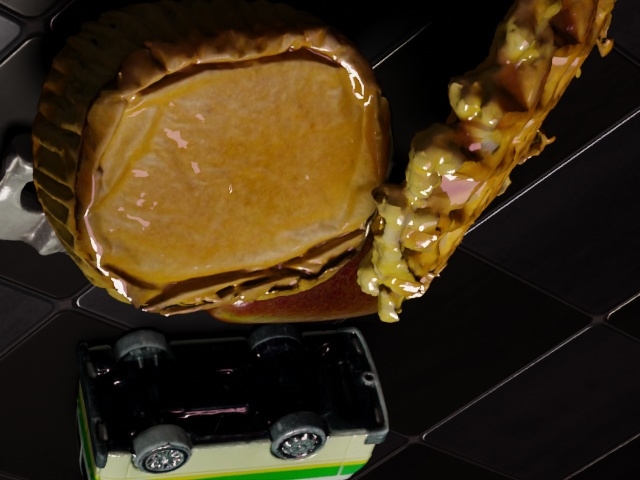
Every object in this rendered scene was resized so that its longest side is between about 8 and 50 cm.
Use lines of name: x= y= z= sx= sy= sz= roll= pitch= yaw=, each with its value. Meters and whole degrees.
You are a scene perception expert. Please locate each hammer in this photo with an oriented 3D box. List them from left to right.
hammer: x=-0.185 y=-0.009 z=1.502 sx=0.226 sy=0.041 sz=0.159 roll=10 pitch=138 yaw=-32

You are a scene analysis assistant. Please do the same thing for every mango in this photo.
mango: x=0.000 y=0.000 z=1.517 sx=0.267 sy=0.133 sz=0.111 roll=-5 pitch=168 yaw=-37

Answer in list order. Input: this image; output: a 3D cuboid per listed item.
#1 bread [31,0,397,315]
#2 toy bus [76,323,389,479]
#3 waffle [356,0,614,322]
bread: x=-0.079 y=-0.065 z=1.334 sx=0.253 sy=0.142 sz=0.227 roll=-6 pitch=105 yaw=-27
toy bus: x=-0.091 y=0.174 z=1.713 sx=0.276 sy=0.134 sz=0.165 roll=-2 pitch=142 yaw=-18
waffle: x=0.130 y=-0.086 z=1.361 sx=0.302 sy=0.068 sz=0.325 roll=-50 pitch=171 yaw=-29
